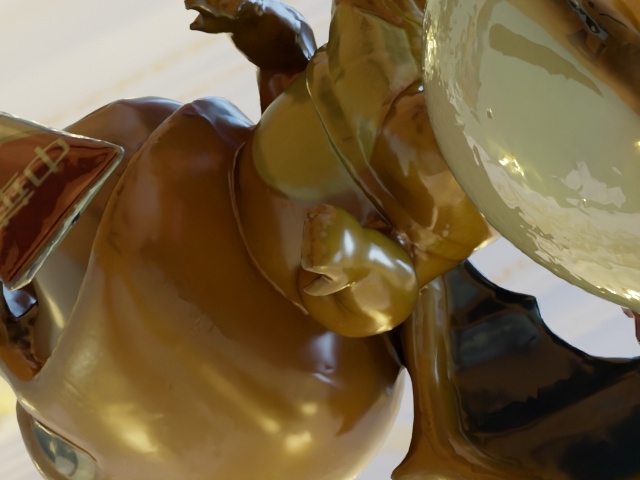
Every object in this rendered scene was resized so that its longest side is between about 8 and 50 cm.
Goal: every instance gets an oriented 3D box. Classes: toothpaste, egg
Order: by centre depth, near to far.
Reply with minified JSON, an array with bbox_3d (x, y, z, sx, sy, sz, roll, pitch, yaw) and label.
[{"bbox_3d":[-0.148,-0.037,0.746,0.062,0.039,0.239,-51,-142,-10],"label":"toothpaste"},{"bbox_3d":[0.169,-0.046,0.804,0.286,0.174,0.264,35,-141,13],"label":"egg"}]

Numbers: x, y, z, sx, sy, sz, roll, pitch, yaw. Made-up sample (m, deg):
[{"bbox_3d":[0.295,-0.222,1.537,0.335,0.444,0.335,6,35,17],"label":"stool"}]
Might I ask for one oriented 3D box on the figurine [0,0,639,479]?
[{"bbox_3d":[0.007,0.025,1.066,0.387,0.268,0.401,-46,-124,26],"label":"figurine"}]
